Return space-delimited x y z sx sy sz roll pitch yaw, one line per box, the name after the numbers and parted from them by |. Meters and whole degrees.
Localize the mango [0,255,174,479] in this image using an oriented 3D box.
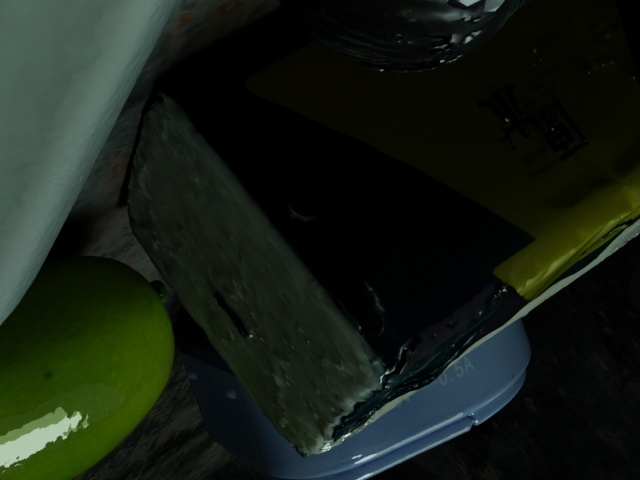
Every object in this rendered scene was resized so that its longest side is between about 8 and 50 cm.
-0.259 0.126 1.098 0.343 0.156 0.192 -25 155 -34 | mango

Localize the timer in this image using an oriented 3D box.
0.053 0.106 1.612 0.395 0.173 0.395 -19 -170 3 | timer

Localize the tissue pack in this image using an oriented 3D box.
0.098 -0.060 1.141 0.417 0.264 0.253 -31 166 -26 | tissue pack

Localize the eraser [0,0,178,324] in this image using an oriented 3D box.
-0.118 -0.102 0.612 0.290 0.104 0.189 129 -21 -50 | eraser

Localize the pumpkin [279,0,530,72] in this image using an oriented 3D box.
0.063 -0.196 0.766 0.233 0.163 0.233 -46 173 -7 | pumpkin
